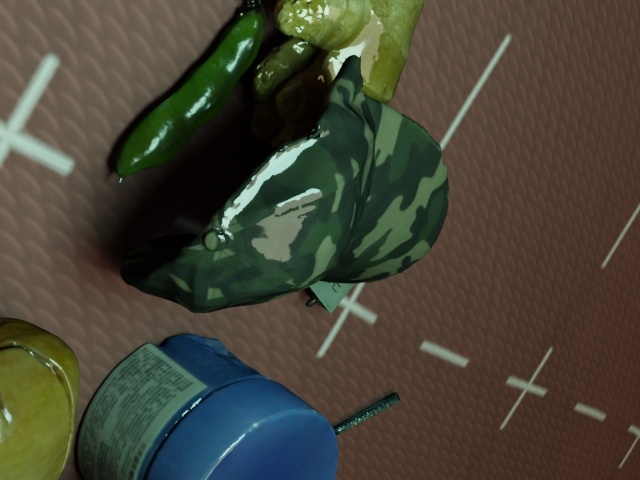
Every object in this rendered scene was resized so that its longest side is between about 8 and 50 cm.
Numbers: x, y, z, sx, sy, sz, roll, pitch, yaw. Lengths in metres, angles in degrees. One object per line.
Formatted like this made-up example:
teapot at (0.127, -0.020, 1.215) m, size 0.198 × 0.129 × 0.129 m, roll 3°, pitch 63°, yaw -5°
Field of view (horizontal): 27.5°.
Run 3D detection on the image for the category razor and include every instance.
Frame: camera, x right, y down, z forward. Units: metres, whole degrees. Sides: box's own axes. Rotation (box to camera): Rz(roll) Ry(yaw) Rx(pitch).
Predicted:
razor at (0.057, 0.275, 2.027) m, size 0.190 × 0.033 × 0.066 m, roll -23°, pitch 92°, yaw -44°

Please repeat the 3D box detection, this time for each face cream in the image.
face cream at (-0.139, 0.260, 1.589) m, size 0.249 × 0.225 × 0.249 m, roll -28°, pitch 134°, yaw -34°

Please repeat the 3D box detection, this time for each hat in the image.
hat at (0.000, 0.000, 1.456) m, size 0.381 × 0.257 × 0.366 m, roll 30°, pitch 122°, yaw -34°

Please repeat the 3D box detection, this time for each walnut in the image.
walnut at (-0.344, 0.176, 1.296) m, size 0.298 × 0.203 × 0.203 m, roll -42°, pitch 147°, yaw -50°

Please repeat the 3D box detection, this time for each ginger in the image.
ginger at (0.027, -0.277, 1.481) m, size 0.236 × 0.166 × 0.376 m, roll 9°, pitch 93°, yaw -37°

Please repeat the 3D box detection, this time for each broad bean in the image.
broad bean at (-0.134, -0.157, 1.415) m, size 0.254 × 0.046 × 0.065 m, roll -51°, pitch 135°, yaw -11°

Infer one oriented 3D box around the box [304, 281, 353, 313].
box at (0.009, -0.037, 1.693) m, size 0.211 × 0.045 × 0.270 m, roll -51°, pitch 146°, yaw -9°
